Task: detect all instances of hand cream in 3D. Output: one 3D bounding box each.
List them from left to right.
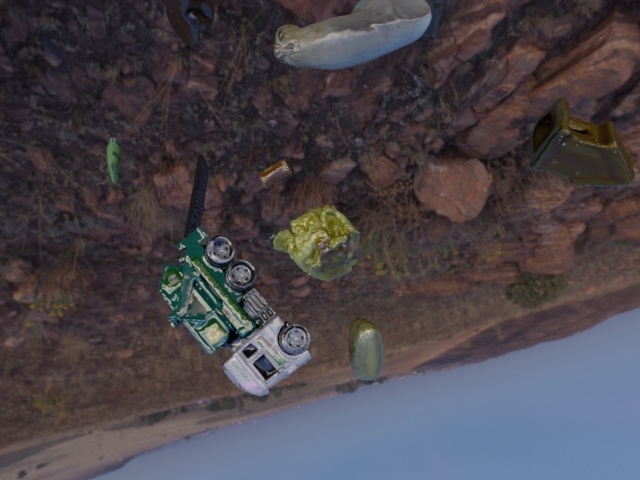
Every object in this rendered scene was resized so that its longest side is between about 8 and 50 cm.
[{"bbox_3d":[-0.700,-0.277,1.426,0.046,0.175,0.095,-4,140,-23],"label":"hand cream"}]

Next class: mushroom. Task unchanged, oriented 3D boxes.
[{"bbox_3d":[0.075,-0.533,1.084,0.397,0.177,0.126,-25,167,-6],"label":"mushroom"}]

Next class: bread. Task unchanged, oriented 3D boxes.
[{"bbox_3d":[-0.123,-0.179,1.136,0.083,0.047,0.036,-32,178,-11],"label":"bread"}]

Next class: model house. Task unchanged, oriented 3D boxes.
[{"bbox_3d":[0.675,-0.248,1.066,0.239,0.268,0.173,21,139,10],"label":"model house"}]

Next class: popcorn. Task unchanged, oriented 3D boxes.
[{"bbox_3d":[0.004,0.005,1.480,0.293,0.237,0.293,-8,120,-15],"label":"popcorn"}]

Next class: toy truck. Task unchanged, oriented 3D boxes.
[{"bbox_3d":[-0.118,0.097,0.534,0.116,0.216,0.110,-39,177,-23],"label":"toy truck"}]

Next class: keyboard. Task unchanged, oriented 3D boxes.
[{"bbox_3d":[-0.197,-0.061,0.673,0.010,0.155,0.053,2,157,0],"label":"keyboard"}]

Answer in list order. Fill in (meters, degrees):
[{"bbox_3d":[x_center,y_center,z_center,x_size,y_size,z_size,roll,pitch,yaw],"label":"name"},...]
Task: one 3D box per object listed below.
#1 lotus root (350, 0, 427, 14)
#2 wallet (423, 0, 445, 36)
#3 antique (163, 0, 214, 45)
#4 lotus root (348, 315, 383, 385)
[{"bbox_3d":[0.181,-0.695,1.296,0.322,0.140,0.158,-30,159,2],"label":"lotus root"},{"bbox_3d":[0.403,-0.956,1.608,0.169,0.044,0.317,8,133,1],"label":"wallet"},{"bbox_3d":[-0.394,-0.729,1.267,0.143,0.121,0.257,-57,171,-12],"label":"antique"},{"bbox_3d":[0.107,0.272,1.012,0.077,0.183,0.090,-7,-161,-10],"label":"lotus root"}]
